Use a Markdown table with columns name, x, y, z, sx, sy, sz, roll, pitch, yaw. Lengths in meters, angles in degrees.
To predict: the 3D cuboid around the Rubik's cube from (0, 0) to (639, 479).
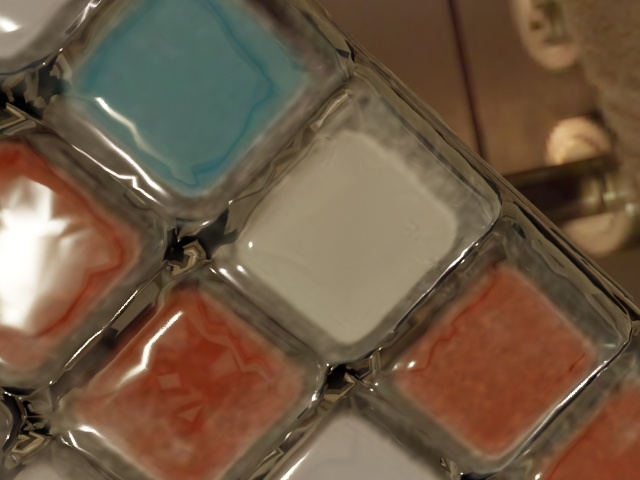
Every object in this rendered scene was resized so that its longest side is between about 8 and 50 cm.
| name | x | y | z | sx | sy | sz | roll | pitch | yaw |
| --- | --- | --- | --- | --- | --- | --- | --- | --- | --- |
| Rubik's cube | -0.105 | 0.024 | 0.504 | 0.292 | 0.293 | 0.287 | -46 | -152 | 6 |
